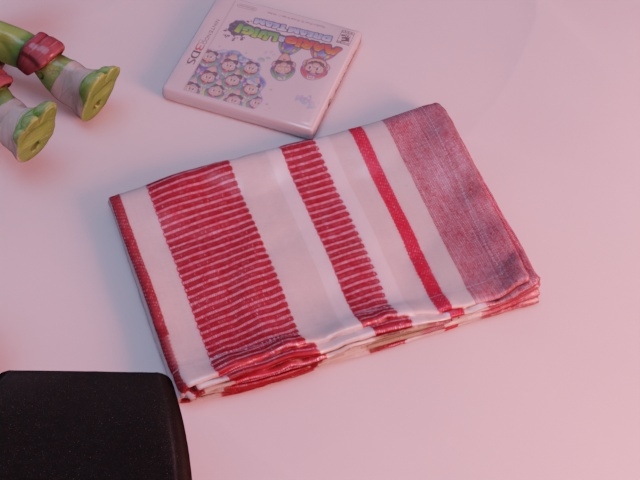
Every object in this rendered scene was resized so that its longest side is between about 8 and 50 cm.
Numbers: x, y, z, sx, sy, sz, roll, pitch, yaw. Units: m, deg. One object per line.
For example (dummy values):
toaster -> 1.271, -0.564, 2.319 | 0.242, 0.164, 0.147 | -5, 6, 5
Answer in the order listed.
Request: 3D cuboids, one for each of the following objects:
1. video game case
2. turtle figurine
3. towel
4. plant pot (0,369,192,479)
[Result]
video game case -> -0.056, -0.174, 1.294 | 0.157, 0.019, 0.143 | 17, 54, 12
turtle figurine -> -0.313, -0.222, 1.196 | 0.266, 0.198, 0.275 | 40, 103, 7
towel -> 0.000, 0.000, 1.152 | 0.329, 0.037, 0.237 | -16, 54, -12
plant pot -> -0.170, 0.193, 0.921 | 0.188, 0.187, 0.167 | 1, 41, 1
